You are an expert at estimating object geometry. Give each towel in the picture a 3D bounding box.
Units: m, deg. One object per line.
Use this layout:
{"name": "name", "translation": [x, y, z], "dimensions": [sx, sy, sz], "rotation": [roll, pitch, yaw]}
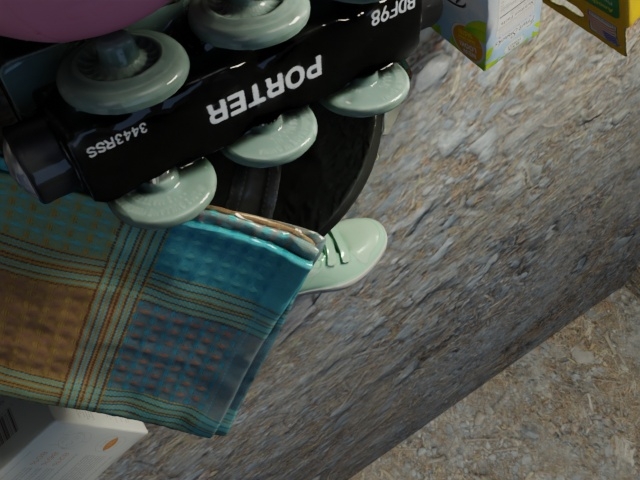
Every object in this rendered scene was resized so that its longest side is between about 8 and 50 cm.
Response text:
{"name": "towel", "translation": [-0.214, 0.055, 0.541], "dimensions": [0.370, 0.040, 0.271], "rotation": [16, 123, -19]}

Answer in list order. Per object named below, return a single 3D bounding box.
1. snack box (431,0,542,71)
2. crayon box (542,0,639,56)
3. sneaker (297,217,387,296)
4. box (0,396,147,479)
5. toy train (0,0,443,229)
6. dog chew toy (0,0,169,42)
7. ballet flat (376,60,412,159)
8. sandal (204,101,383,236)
{"name": "snack box", "translation": [0.102, -0.269, 0.514], "dimensions": [0.070, 0.174, 0.207], "rotation": [-36, 150, -6]}
{"name": "crayon box", "translation": [0.209, -0.317, 0.545], "dimensions": [0.083, 0.203, 0.323], "rotation": [-45, 151, 8]}
{"name": "sneaker", "translation": [0.000, 0.001, 0.837], "dimensions": [0.256, 0.094, 0.151], "rotation": [-21, 151, -27]}
{"name": "box", "translation": [-0.329, 0.239, 0.790], "dimensions": [0.130, 0.091, 0.170], "rotation": [-42, 150, 3]}
{"name": "toy train", "translation": [-0.076, -0.145, 0.461], "dimensions": [0.334, 0.190, 0.142], "rotation": [-31, 145, -19]}
{"name": "dog chew toy", "translation": [-0.052, -0.200, 0.285], "dimensions": [0.332, 0.206, 0.206], "rotation": [-1, 146, 3]}
{"name": "ballet flat", "translation": [0.046, -0.130, 0.748], "dimensions": [0.073, 0.067, 0.206], "rotation": [-16, 143, -39]}
{"name": "sandal", "translation": [-0.113, -0.016, 0.607], "dimensions": [0.446, 0.167, 0.107], "rotation": [-45, 162, 10]}
